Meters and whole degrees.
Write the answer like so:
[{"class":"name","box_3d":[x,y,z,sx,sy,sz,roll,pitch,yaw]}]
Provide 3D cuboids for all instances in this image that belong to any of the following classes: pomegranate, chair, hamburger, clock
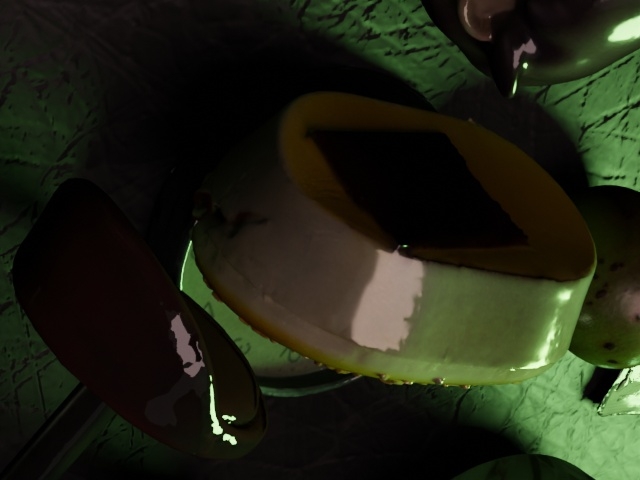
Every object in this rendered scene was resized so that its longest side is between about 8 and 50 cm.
[{"class":"pomegranate","box_3d":[0.235,0.043,1.468,0.205,0.159,0.159,-32,137,28]},{"class":"chair","box_3d":[-0.198,0.157,1.202,0.226,0.226,0.401,30,107,-40]},{"class":"hamburger","box_3d":[0.055,0.010,1.206,0.295,0.227,0.151,13,124,-35]},{"class":"clock","box_3d":[0.000,0.000,1.355,0.281,0.055,0.280,-15,125,-22]}]

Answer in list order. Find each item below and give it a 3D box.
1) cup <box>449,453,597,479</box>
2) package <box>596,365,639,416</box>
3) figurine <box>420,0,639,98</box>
[{"class":"cup","box_3d":[0.175,0.334,1.602,0.347,0.163,0.347,-16,127,-22]},{"class":"package","box_3d":[0.366,0.076,1.638,0.154,0.030,0.239,9,115,-33]},{"class":"figurine","box_3d":[0.098,-0.245,1.168,0.365,0.218,0.206,22,133,-35]}]
